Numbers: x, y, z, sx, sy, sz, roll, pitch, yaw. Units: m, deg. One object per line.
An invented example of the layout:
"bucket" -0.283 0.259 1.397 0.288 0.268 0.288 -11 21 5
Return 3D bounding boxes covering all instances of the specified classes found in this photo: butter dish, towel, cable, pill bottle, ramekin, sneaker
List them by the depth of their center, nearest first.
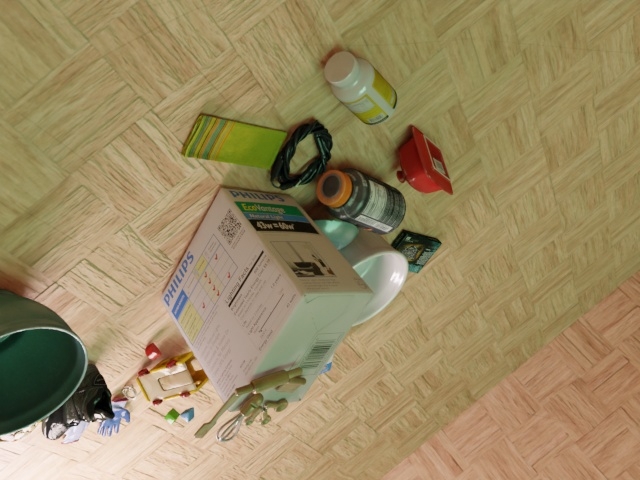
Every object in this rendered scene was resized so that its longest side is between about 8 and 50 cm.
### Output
"towel" -0.179 -0.205 1.675 0.237 0.021 0.102 4 127 -44
"pill bottle" 0.086 -0.332 1.700 0.103 0.103 0.184 -45 144 9
"cable" -0.032 -0.193 1.796 0.150 0.047 0.185 -4 131 -39
"sneaker" -0.584 0.422 1.896 0.227 0.130 0.087 -51 156 12
"pill bottle" 0.096 -0.102 1.939 0.245 0.130 0.130 19 115 -50
"butter dish" 0.248 -0.184 1.997 0.118 0.160 0.160 -27 151 25
"ramekin" 0.091 0.094 2.145 0.277 0.135 0.277 -24 143 -20

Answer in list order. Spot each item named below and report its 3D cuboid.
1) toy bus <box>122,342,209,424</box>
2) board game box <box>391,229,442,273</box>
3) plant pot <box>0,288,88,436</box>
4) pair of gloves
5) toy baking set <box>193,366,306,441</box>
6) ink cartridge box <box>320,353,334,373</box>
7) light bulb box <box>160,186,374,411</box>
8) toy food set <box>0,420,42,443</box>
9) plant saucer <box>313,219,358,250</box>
"toy bus" -0.384 0.352 2.026 0.104 0.202 0.191 -39 153 -61
"board game box" 0.268 0.035 2.331 0.186 0.026 0.126 13 120 -48
"plant pot" -0.645 0.220 1.572 0.293 0.196 0.293 -27 143 -23
"pair of gloves" -0.585 0.467 2.052 0.198 0.023 0.159 -3 133 -38
"toy baking set" -0.142 0.360 1.694 0.256 0.030 0.197 -10 137 -36
"ink cartridge box" -0.027 0.311 2.326 0.134 0.078 0.231 -18 140 -28
"light bulb box" -0.134 0.128 1.787 0.225 0.361 0.358 4 127 -46
"toy food set" -0.736 0.450 1.882 0.192 0.038 0.132 -36 145 -4
"plant saucer" 0.000 0.000 1.957 0.194 0.038 0.195 -4 159 -1
